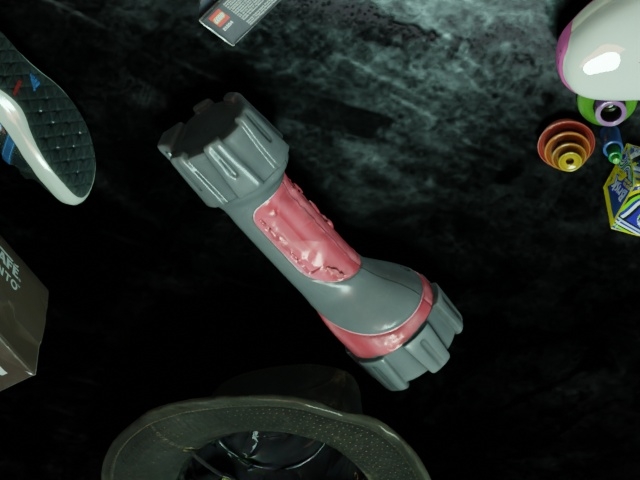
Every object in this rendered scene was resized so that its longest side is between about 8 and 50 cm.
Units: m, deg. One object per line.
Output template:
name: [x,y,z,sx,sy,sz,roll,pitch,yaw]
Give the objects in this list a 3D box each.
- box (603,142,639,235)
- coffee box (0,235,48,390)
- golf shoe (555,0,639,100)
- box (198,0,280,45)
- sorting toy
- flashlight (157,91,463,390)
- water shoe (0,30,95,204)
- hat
box: [0.332,-0.026,1.711,0.168,0.059,0.054,14,129,-13]
coffee box: [-0.406,0.084,1.730,0.297,0.119,0.168,-25,124,17]
golf shoe: [0.337,-0.157,1.560,0.306,0.140,0.115,-13,129,10]
box: [-0.011,-0.249,1.488,0.036,0.114,0.207,35,120,-26]
sorting toy: [0.229,-0.089,1.668,0.061,0.042,0.102,30,121,-23]
flashlight: [0.000,0.000,1.696,0.103,0.103,0.304,-43,121,-3]
water shoe: [-0.262,-0.108,1.629,0.080,0.073,0.203,-13,127,35]
hat: [-0.028,0.194,1.825,0.331,0.134,0.331,11,140,9]
